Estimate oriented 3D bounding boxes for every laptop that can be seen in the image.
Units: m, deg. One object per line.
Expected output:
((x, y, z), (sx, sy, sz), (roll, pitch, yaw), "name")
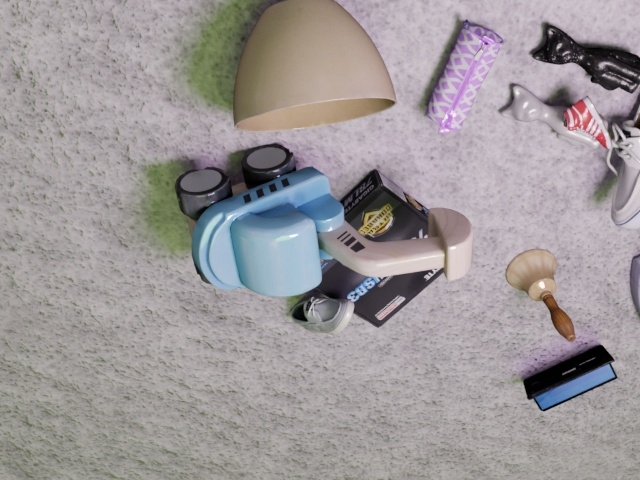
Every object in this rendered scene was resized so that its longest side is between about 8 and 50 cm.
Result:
((0.673, 0.388, 1.965), (0.234, 0.264, 0.136), (-29, 89, 12), "laptop")

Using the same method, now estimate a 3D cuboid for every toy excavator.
((0.000, 0.000, 1.401), (0.433, 0.445, 0.222), (-24, 131, -23), "toy excavator")

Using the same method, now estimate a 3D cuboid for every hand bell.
((0.522, 0.142, 1.694), (0.126, 0.242, 0.126), (-4, 127, -6), "hand bell")

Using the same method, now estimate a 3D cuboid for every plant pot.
((-0.022, -0.308, 1.288), (0.284, 0.284, 0.191), (-8, 92, -3), "plant pot")

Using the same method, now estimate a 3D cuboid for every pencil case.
((0.275, -0.310, 1.418), (0.086, 0.088, 0.206), (11, 124, -14), "pencil case")

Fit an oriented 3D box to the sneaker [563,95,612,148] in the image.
((0.518, -0.218, 1.449), (0.067, 0.042, 0.118), (-30, 109, 18), "sneaker")

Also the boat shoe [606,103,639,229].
((0.648, -0.204, 1.508), (0.156, 0.136, 0.367), (14, 111, -14), "boat shoe")

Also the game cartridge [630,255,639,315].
((0.886, 0.122, 1.858), (0.198, 0.062, 0.297), (-22, 127, 12), "game cartridge")

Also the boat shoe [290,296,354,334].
((-0.004, 0.166, 1.671), (0.081, 0.079, 0.227), (26, 160, -19), "boat shoe")

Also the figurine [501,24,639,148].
((0.489, -0.299, 1.471), (0.209, 0.092, 0.215), (18, 123, -12), "figurine")

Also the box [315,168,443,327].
((0.126, 0.028, 1.656), (0.293, 0.073, 0.295), (35, 115, -28), "box")
